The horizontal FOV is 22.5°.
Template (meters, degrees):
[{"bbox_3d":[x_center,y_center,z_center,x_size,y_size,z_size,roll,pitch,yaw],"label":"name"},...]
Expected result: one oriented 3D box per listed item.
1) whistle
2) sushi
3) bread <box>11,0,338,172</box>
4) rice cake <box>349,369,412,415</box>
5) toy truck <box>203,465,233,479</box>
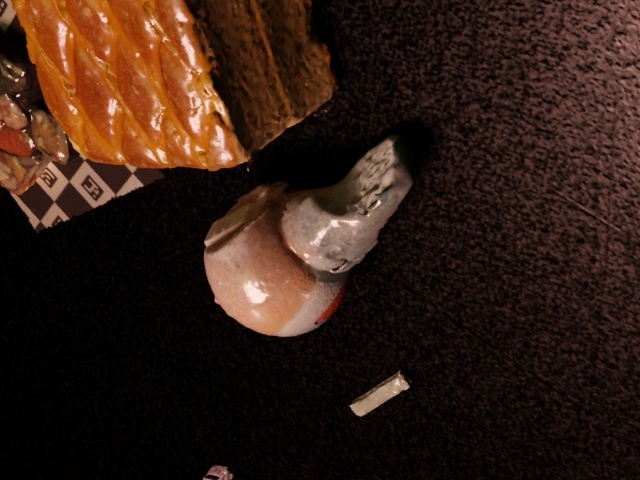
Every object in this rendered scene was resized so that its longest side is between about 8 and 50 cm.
[{"bbox_3d":[0.000,0.000,1.852,0.348,0.189,0.189,-34,96,37],"label":"whistle"},{"bbox_3d":[-0.408,-0.160,2.161,0.339,0.069,0.320,-18,108,49],"label":"sushi"},{"bbox_3d":[-0.166,-0.236,1.765,0.279,0.207,0.279,9,128,39],"label":"bread"},{"bbox_3d":[0.076,0.194,2.039,0.022,0.021,0.121,42,141,-8],"label":"rice cake"},{"bbox_3d":[-0.146,0.376,2.379,0.039,0.044,0.083,7,126,36],"label":"toy truck"}]
